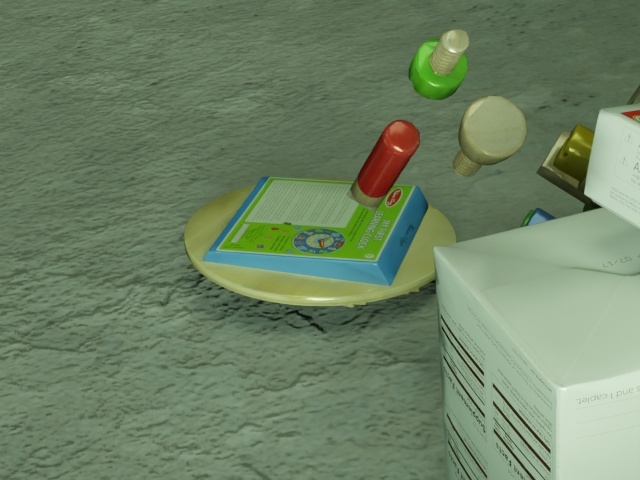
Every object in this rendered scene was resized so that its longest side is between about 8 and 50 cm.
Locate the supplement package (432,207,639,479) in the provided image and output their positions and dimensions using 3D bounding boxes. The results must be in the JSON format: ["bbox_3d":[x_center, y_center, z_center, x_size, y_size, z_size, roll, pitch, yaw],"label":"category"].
[{"bbox_3d":[0.176,0.100,0.797,0.194,0.203,0.149,-13,30,-13],"label":"supplement package"}]

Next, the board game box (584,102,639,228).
[{"bbox_3d":[0.308,-0.028,0.758,0.305,0.053,0.193,-11,30,-31],"label":"board game box"}]

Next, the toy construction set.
[{"bbox_3d":[0.171,-0.027,1.064,0.309,0.257,0.237,9,-17,-8],"label":"toy construction set"}]

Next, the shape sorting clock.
[{"bbox_3d":[0.000,0.000,1.178,0.206,0.040,0.206,-3,25,1],"label":"shape sorting clock"}]
